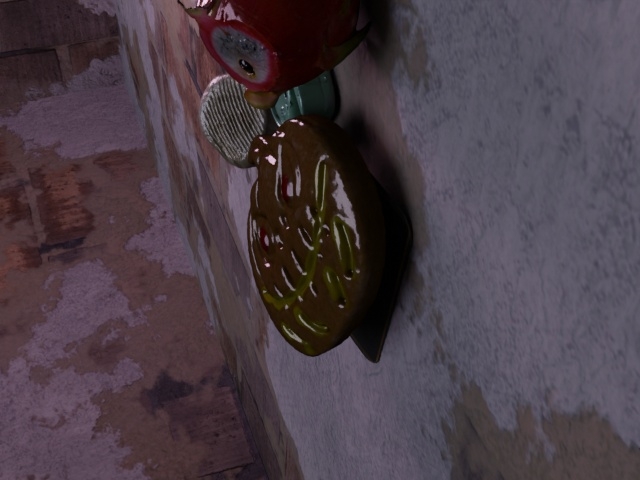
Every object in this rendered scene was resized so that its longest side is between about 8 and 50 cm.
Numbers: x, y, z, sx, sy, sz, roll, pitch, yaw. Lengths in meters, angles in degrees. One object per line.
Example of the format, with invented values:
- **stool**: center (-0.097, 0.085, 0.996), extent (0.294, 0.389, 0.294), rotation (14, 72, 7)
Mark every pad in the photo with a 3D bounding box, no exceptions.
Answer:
- **pad**: center (0.000, -0.001, 1.317), extent (0.315, 0.063, 0.375), rotation (53, 154, 30)

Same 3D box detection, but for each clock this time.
- **clock**: center (-0.039, -0.235, 1.363), extent (0.211, 0.066, 0.159), rotation (124, 131, -70)

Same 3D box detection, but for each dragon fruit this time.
- **dragon fruit**: center (-0.046, -0.296, 1.083), extent (0.224, 0.227, 0.224), rotation (31, 150, 20)

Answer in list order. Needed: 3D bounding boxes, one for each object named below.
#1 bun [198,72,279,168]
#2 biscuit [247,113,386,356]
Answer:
- **bun**: center (-0.134, -0.220, 1.601), extent (0.166, 0.113, 0.173), rotation (8, 103, 30)
- **biscuit**: center (-0.035, -0.015, 1.282), extent (0.350, 0.070, 0.394), rotation (60, 150, 30)
